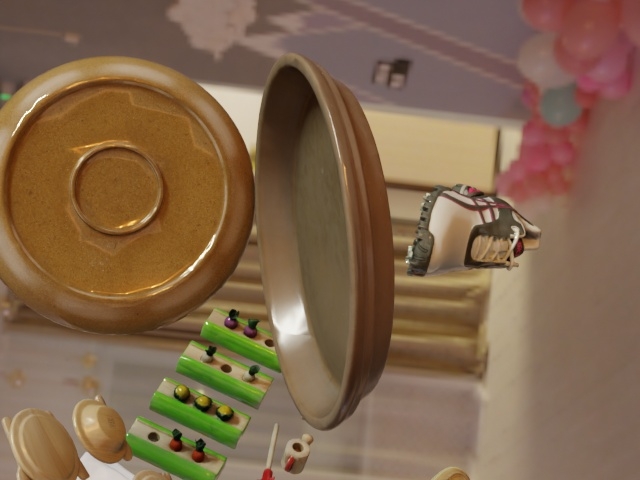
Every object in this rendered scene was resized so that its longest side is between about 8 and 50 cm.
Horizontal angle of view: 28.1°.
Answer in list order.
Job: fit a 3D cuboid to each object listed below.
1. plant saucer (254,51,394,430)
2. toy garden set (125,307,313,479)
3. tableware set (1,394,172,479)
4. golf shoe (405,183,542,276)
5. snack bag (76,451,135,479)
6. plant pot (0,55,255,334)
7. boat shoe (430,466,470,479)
[{"bbox_3d":[0.000,0.000,0.944,0.278,0.041,0.278,174,90,-76],"label":"plant saucer"},{"bbox_3d":[-0.075,0.181,1.433,0.244,0.203,0.049,-58,-10,-50],"label":"toy garden set"},{"bbox_3d":[-0.163,0.180,0.946,0.141,0.020,0.168,59,-158,8],"label":"tableware set"},{"bbox_3d":[0.188,-0.010,1.561,0.273,0.120,0.105,-25,-49,-63],"label":"golf shoe"},{"bbox_3d":[-0.170,0.378,1.104,0.323,0.342,0.037,-47,-25,-33],"label":"snack bag"},{"bbox_3d":[-0.168,-0.040,1.056,0.032,0.236,0.236,152,124,-78],"label":"plant pot"},{"bbox_3d":[0.114,0.296,1.289,0.153,0.056,0.048,-52,12,-24],"label":"boat shoe"}]
